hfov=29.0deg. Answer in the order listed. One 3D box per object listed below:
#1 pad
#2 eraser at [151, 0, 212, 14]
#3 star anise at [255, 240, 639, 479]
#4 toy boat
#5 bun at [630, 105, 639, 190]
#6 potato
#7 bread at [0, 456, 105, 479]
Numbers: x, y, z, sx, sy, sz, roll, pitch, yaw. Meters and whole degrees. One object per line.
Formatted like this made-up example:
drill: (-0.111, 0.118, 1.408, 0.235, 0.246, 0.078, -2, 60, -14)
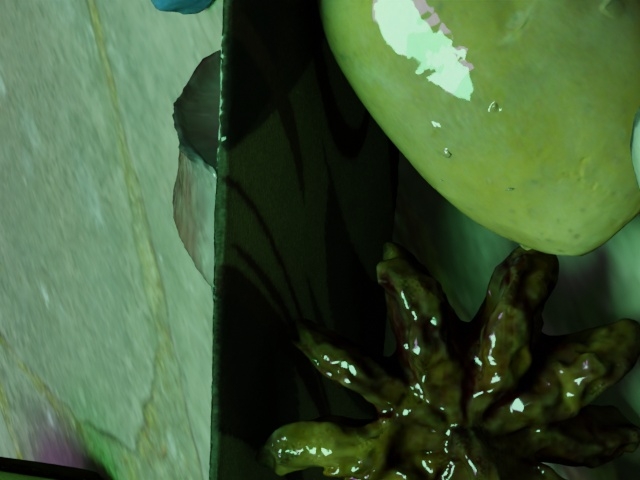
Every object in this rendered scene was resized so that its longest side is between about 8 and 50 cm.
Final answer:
pad: (0.000, 0.000, 0.580, 0.004, 0.220, 0.330, 10, 110, 20)
eraser: (-0.115, -0.312, 0.788, 0.144, 0.042, 0.312, -42, 64, 51)
star anise: (0.072, 0.112, 0.538, 0.073, 0.177, 0.234, -102, -8, -80)
toy boat: (-0.030, 0.051, 0.693, 0.206, 0.096, 0.282, -92, 3, -57)
bun: (0.178, -0.027, 0.405, 0.138, 0.094, 0.138, 43, 166, 13)
potato: (0.076, -0.079, 0.509, 0.118, 0.109, 0.178, -35, 96, 35)
bread: (-0.261, 0.284, 0.997, 0.142, 0.224, 0.212, -20, 59, 55)
